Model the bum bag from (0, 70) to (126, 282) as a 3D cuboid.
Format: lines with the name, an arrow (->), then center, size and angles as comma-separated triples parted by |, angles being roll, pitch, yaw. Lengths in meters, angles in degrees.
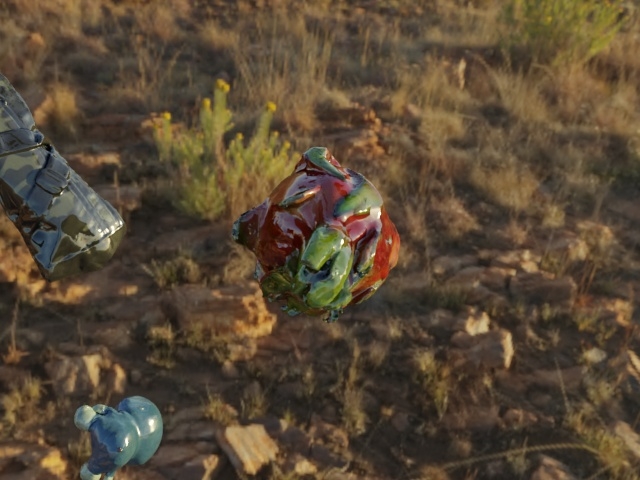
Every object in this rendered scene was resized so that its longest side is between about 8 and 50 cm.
bum bag -> -0.410, -0.094, 1.078 | 0.095, 0.341, 0.144 | -19, 21, 47

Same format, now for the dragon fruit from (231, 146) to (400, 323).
dragon fruit -> -0.005, 0.020, 0.905 | 0.198, 0.200, 0.269 | 14, 38, 0

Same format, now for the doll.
doll -> -0.176, 0.178, 0.696 | 0.050, 0.076, 0.083 | 4, 7, 24
